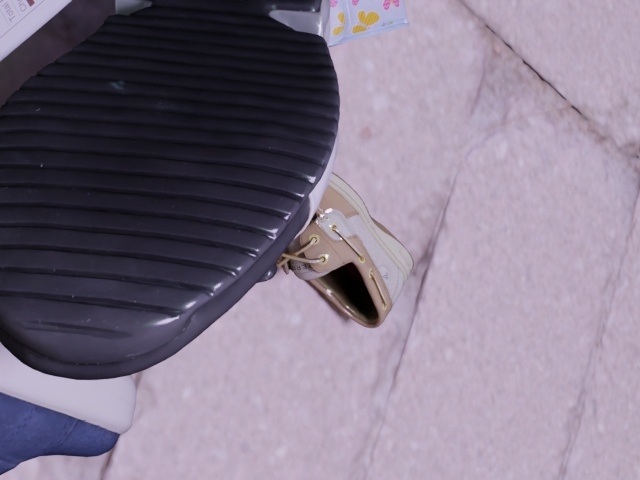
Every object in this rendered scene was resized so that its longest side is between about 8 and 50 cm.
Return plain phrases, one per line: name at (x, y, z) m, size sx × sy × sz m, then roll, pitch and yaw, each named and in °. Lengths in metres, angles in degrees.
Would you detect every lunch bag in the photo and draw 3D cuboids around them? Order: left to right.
lunch bag at (-0.001, -0.133, 0.837) m, size 0.083 × 0.053 × 0.071 m, roll -16°, pitch 99°, yaw -35°

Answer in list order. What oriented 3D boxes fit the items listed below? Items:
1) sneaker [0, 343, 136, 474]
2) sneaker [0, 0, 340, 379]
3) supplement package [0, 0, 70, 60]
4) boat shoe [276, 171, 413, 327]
sneaker at (-0.225, 0.081, 0.568) m, size 0.350 × 0.131 × 0.148 m, roll 10°, pitch 89°, yaw -39°
sneaker at (-0.050, -0.023, 0.665) m, size 0.330 × 0.122 × 0.146 m, roll -72°, pitch 170°, yaw -56°
supplement package at (-0.152, -0.133, 0.646) m, size 0.179 × 0.105 × 0.105 m, roll -48°, pitch 124°, yaw -33°
boat shoe at (0.000, 0.000, 0.836) m, size 0.135 × 0.050 × 0.045 m, roll 38°, pitch 58°, yaw -38°
